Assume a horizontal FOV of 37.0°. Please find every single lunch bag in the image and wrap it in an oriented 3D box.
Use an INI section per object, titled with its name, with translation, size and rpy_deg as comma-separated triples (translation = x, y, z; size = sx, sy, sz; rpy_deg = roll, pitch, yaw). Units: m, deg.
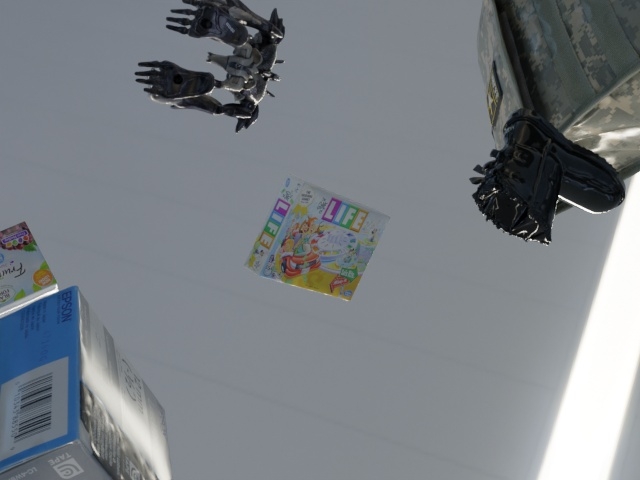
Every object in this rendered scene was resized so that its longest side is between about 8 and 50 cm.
[lunch bag]
translation = 0.271, -0.185, 1.001
size = 0.168, 0.287, 0.235
rpy_deg = 15, -128, -30

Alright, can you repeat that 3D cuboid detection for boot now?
[boot]
translation = 0.172, -0.036, 0.716
size = 0.121, 0.045, 0.099
rpy_deg = 37, -132, -10

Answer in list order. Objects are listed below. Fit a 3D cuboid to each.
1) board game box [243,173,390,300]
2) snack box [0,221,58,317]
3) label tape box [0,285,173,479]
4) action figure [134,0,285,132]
[board game box]
translation = 0.000, 0.000, 0.992
size = 0.026, 0.104, 0.154
rpy_deg = 30, -172, 39
[snack box]
translation = -0.423, 0.049, 1.224
size = 0.141, 0.037, 0.100
rpy_deg = -26, -106, -22
[label tape box]
translation = -0.239, 0.261, 1.097
size = 0.115, 0.348, 0.249
rpy_deg = -26, -144, 3
[action figure]
translation = -0.123, -0.219, 1.126
size = 0.140, 0.164, 0.275
rpy_deg = 25, -172, 8
